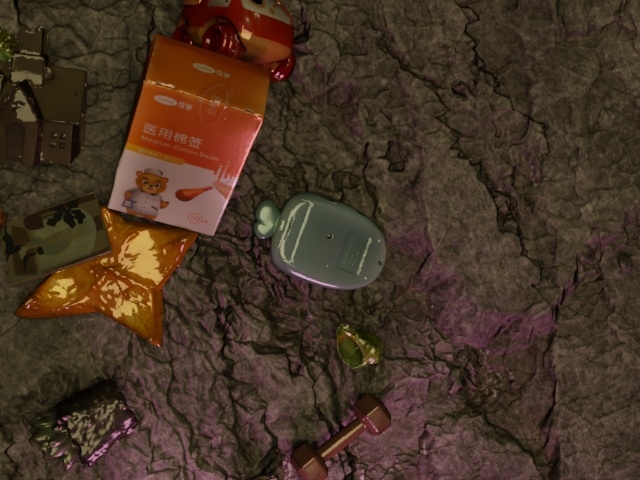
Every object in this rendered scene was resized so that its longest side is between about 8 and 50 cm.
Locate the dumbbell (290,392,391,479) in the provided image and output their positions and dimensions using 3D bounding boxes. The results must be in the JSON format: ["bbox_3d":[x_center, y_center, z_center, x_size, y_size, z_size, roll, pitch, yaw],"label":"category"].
[{"bbox_3d":[0.045,0.418,1.953,0.231,0.092,0.082,-37,72,-11],"label":"dumbbell"}]

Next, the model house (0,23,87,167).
[{"bbox_3d":[-0.539,-0.270,1.700,0.211,0.204,0.243,5,104,-11],"label":"model house"}]

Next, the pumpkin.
[{"bbox_3d":[-0.414,0.061,1.820,0.290,0.095,0.258,17,85,-7],"label":"pumpkin"}]

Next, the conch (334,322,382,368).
[{"bbox_3d":[0.078,0.226,1.958,0.121,0.074,0.089,39,72,-16],"label":"conch"}]

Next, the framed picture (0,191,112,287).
[{"bbox_3d":[-0.512,-0.003,1.787,0.201,0.010,0.136,-20,67,-2],"label":"framed picture"}]

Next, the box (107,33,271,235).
[{"bbox_3d":[-0.248,-0.190,1.728,0.225,0.341,0.143,15,45,-14],"label":"box"}]

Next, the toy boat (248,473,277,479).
[{"bbox_3d":[-0.104,0.582,1.931,0.084,0.066,0.210,-21,98,-11],"label":"toy boat"}]

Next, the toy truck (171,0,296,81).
[{"bbox_3d":[-0.162,-0.440,1.790,0.189,0.265,0.239,8,95,-44],"label":"toy truck"}]

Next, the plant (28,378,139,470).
[{"bbox_3d":[-0.460,0.363,1.802,0.194,0.129,0.132,-30,99,-14],"label":"plant"}]

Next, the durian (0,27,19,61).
[{"bbox_3d":[-0.640,-0.363,1.761,0.215,0.086,0.100,25,100,-16],"label":"durian"}]

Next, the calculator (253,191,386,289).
[{"bbox_3d":[0.000,0.000,1.947,0.299,0.041,0.185,22,87,-15],"label":"calculator"}]

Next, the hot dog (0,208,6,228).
[{"bbox_3d":[-0.725,-0.054,1.753,0.249,0.068,0.100,10,102,-12],"label":"hot dog"}]
